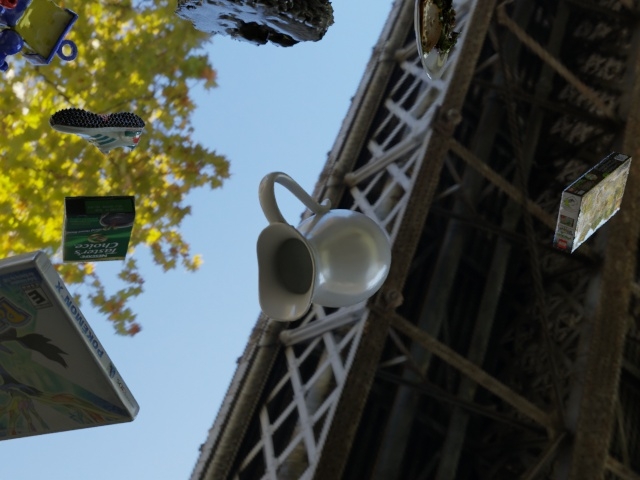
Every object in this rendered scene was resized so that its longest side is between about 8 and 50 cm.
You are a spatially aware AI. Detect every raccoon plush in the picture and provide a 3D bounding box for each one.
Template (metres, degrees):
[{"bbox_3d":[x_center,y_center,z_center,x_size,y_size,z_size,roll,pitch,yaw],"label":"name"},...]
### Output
[{"bbox_3d":[-0.072,-0.435,0.967,0.216,0.446,0.299,9,-91,4],"label":"raccoon plush"}]

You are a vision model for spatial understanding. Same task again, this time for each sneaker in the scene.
[{"bbox_3d":[-0.384,-0.179,1.322,0.161,0.075,0.057,-4,-137,-35],"label":"sneaker"}]

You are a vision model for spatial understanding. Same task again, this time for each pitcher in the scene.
[{"bbox_3d":[0.000,0.000,0.967,0.207,0.125,0.178,-8,-93,-58],"label":"pitcher"}]

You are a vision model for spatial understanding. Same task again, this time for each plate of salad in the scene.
[{"bbox_3d":[0.204,-0.374,1.320,0.200,0.048,0.200,3,-90,-65],"label":"plate of salad"}]

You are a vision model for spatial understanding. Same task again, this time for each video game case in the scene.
[{"bbox_3d":[-0.471,0.171,1.126,0.036,0.328,0.300,-75,-32,-56],"label":"video game case"}]

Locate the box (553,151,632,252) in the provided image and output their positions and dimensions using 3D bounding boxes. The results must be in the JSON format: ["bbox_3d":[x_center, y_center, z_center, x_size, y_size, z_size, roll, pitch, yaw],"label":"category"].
[{"bbox_3d":[0.487,-0.071,1.379,0.207,0.036,0.114,-31,-47,-40],"label":"box"}]

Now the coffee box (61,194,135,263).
[{"bbox_3d":[-0.374,-0.016,1.294,0.113,0.184,0.041,-2,-114,-23],"label":"coffee box"}]

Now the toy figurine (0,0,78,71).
[{"bbox_3d":[-0.482,-0.345,1.270,0.217,0.191,0.363,43,-115,-51],"label":"toy figurine"}]
